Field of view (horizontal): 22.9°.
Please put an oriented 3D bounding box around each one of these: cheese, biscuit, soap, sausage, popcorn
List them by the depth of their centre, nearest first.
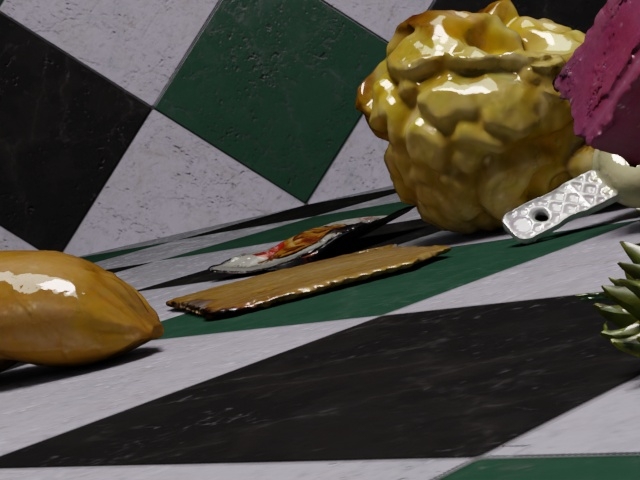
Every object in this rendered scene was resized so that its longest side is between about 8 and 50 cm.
[{"bbox_3d":[-0.291,0.065,1.229,0.354,0.116,0.134,-8,-5,11],"label":"sausage"},{"bbox_3d":[0.360,-0.133,1.302,0.289,0.112,0.182,13,-49,-28],"label":"soap"},{"bbox_3d":[0.272,-0.060,1.401,0.251,0.054,0.127,-26,47,-16],"label":"cheese"},{"bbox_3d":[-0.012,0.034,1.445,0.237,0.013,0.232,-15,4,-15],"label":"biscuit"},{"bbox_3d":[0.203,-0.117,1.581,0.332,0.225,0.265,11,22,13],"label":"popcorn"}]

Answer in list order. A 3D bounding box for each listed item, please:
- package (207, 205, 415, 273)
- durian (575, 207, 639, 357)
[{"bbox_3d":[0.000,0.000,1.765,0.154,0.030,0.239,-12,4,37],"label":"package"},{"bbox_3d":[0.288,-0.007,0.660,0.355,0.157,0.169,-12,-32,6],"label":"durian"}]
